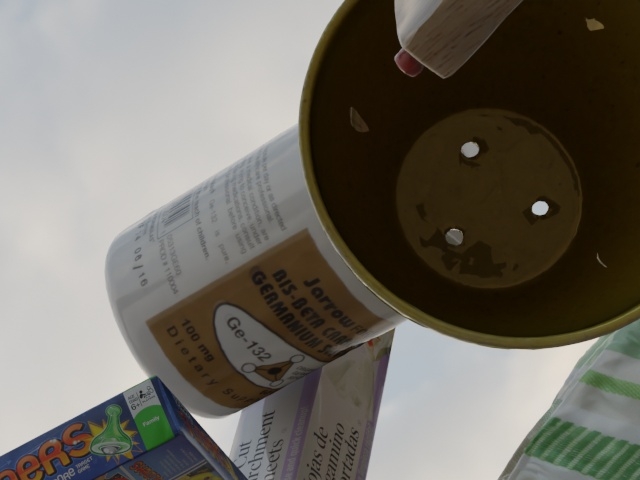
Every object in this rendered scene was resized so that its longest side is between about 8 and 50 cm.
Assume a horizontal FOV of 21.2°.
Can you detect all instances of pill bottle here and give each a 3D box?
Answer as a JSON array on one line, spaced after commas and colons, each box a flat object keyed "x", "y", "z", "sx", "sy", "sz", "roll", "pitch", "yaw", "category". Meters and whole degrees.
[{"x": 0.000, "y": 0.000, "z": 0.993, "sx": 0.229, "sy": 0.131, "sz": 0.131, "roll": -30, "pitch": -41, "yaw": 21, "category": "pill bottle"}]

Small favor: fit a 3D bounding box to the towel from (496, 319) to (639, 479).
[{"x": 0.199, "y": 0.163, "z": 0.882, "sx": 0.325, "sy": 0.248, "sz": 0.038, "roll": -44, "pitch": -39, "yaw": -42, "category": "towel"}]

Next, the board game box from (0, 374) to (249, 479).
[{"x": -0.104, "y": 0.147, "z": 0.857, "sx": 0.136, "sy": 0.035, "sz": 0.201, "roll": -28, "pitch": -30, "yaw": 0, "category": "board game box"}]

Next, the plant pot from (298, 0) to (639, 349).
[{"x": 0.060, "y": -0.023, "z": 0.560, "sx": 0.134, "sy": 0.134, "sz": 0.095, "roll": -54, "pitch": -7, "yaw": -10, "category": "plant pot"}]

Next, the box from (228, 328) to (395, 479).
[{"x": 0.000, "y": 0.085, "z": 1.100, "sx": 0.063, "sy": 0.067, "sz": 0.324, "roll": 47, "pitch": -141, "yaw": -30, "category": "box"}]

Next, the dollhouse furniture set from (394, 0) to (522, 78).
[{"x": 0.005, "y": -0.084, "z": 0.238, "sx": 0.129, "sy": 0.183, "sz": 0.129, "roll": 33, "pitch": -60, "yaw": -17, "category": "dollhouse furniture set"}]
